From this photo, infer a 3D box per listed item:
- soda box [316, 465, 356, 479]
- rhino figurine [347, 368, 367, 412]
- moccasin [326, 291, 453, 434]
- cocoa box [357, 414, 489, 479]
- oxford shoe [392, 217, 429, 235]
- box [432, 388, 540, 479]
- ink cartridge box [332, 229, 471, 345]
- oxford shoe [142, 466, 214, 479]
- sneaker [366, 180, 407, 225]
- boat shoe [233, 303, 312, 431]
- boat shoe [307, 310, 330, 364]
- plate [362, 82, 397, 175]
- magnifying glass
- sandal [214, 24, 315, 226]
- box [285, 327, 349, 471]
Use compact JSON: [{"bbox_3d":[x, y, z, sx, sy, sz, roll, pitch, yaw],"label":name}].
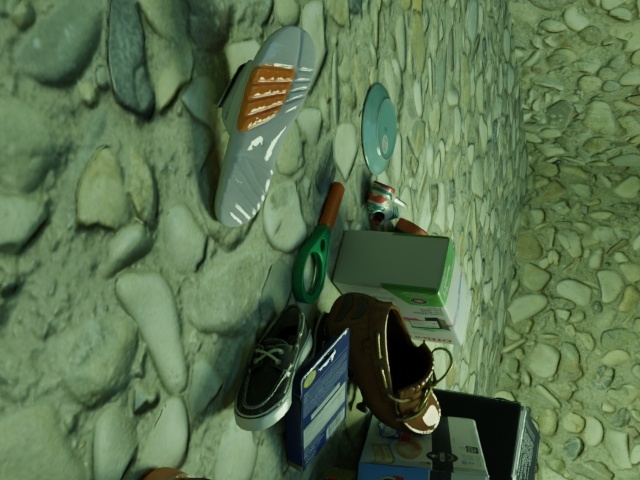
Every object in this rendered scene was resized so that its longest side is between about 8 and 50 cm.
[{"bbox_3d":[0.005,0.468,1.212,0.181,0.058,0.061,-19,112,-65],"label":"soda box"},{"bbox_3d":[0.092,0.225,1.352,0.106,0.073,0.243,-56,142,-42],"label":"rhino figurine"},{"bbox_3d":[0.148,0.231,1.238,0.139,0.147,0.380,-58,136,-38],"label":"moccasin"},{"bbox_3d":[0.192,0.494,1.348,0.347,0.227,0.232,-10,104,-81],"label":"cocoa box"},{"bbox_3d":[0.180,0.025,1.510,0.098,0.097,0.271,-56,164,-3],"label":"oxford shoe"},{"bbox_3d":[0.403,0.694,1.861,0.472,0.297,0.480,47,52,-57],"label":"box"},{"bbox_3d":[0.168,0.097,1.339,0.278,0.201,0.117,55,45,-56],"label":"ink cartridge box"},{"bbox_3d":[-0.157,0.443,0.741,0.130,0.132,0.364,18,78,-66],"label":"oxford shoe"},{"bbox_3d":[0.131,-0.063,1.428,0.075,0.057,0.161,-63,155,-6],"label":"sneaker"},{"bbox_3d":[-0.070,0.173,0.976,0.219,0.077,0.070,-64,150,-56],"label":"boat shoe"},{"bbox_3d":[0.007,0.185,1.191,0.046,0.038,0.125,51,48,-57],"label":"boat shoe"},{"bbox_3d":[0.128,-0.227,1.415,0.188,0.024,0.188,4,90,-67],"label":"plate"},{"bbox_3d":[0.000,0.000,1.167,0.092,0.026,0.231,61,42,-51],"label":"magnifying glass"},{"bbox_3d":[-0.094,-0.150,0.876,0.102,0.076,0.265,9,107,-52],"label":"sandal"},{"bbox_3d":[-0.004,0.249,1.102,0.136,0.036,0.225,-42,145,-42],"label":"box"}]
